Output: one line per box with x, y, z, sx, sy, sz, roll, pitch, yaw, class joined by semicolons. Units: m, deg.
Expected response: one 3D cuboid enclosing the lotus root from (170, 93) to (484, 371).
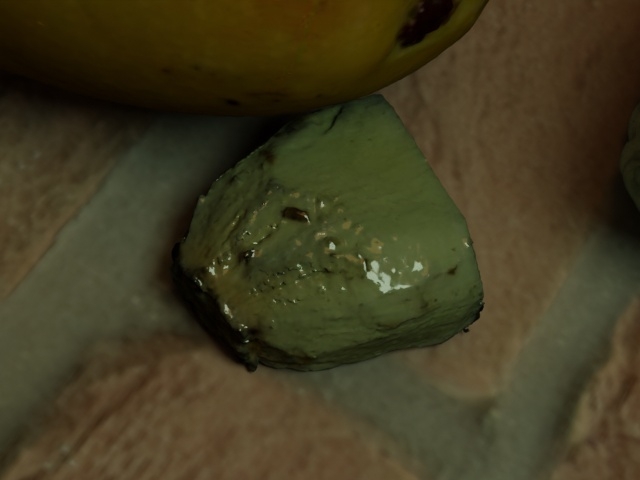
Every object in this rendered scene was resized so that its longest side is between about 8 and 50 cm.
0.002;-0.001;0.740;0.144;0.070;0.143;-27;69;-25;lotus root

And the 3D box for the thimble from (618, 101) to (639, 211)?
0.252;-0.068;0.766;0.149;0.185;0.211;26;33;1;thimble

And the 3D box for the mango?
-0.111;-0.215;0.753;0.446;0.232;0.300;19;53;7;mango
